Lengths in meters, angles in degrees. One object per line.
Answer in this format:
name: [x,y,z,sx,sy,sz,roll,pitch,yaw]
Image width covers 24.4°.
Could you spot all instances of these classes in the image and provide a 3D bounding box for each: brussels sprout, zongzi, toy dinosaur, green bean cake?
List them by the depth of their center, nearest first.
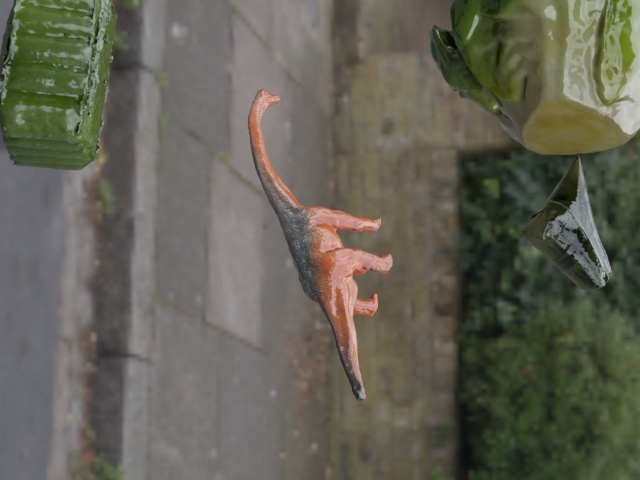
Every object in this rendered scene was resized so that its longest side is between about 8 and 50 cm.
toy dinosaur: [0.003,-0.004,1.186,0.101,0.055,0.279,12,46,-35]
brussels sprout: [0.235,-0.233,1.530,0.259,0.227,0.294,111,-26,-63]
zongzi: [0.278,-0.016,1.551,0.104,0.052,0.113,43,65,-17]
green bean cake: [-0.301,-0.194,1.702,0.200,0.113,0.214,109,-13,-78]
